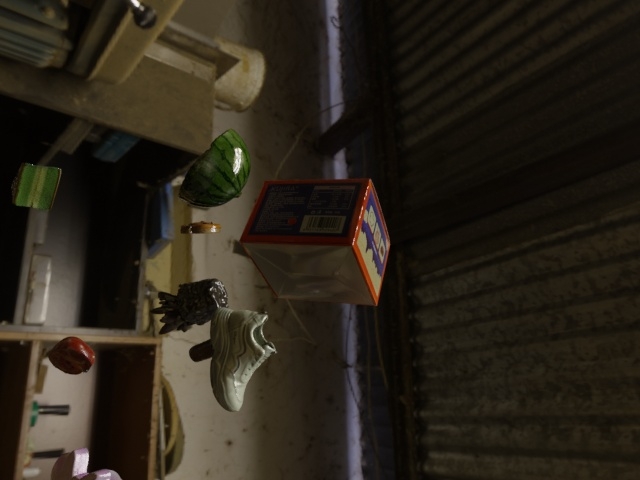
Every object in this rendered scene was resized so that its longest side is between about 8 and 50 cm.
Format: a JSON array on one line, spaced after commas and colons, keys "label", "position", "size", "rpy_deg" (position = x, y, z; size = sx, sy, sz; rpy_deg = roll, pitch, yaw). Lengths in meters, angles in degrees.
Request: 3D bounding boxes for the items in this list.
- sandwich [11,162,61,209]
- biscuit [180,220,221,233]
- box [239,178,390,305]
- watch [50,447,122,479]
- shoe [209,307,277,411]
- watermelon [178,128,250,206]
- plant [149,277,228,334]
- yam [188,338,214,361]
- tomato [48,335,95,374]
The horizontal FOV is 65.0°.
[{"label": "sandwich", "position": [-0.568, -0.130, 1.005], "size": [0.116, 0.074, 0.074], "rpy_deg": [-53, -135, 34]}, {"label": "biscuit", "position": [-0.496, -0.055, 2.045], "size": [0.170, 0.170, 0.050], "rpy_deg": [3, -85, 51]}, {"label": "box", "position": [0.000, 0.000, 1.514], "size": [0.348, 0.319, 0.257], "rpy_deg": [1, -126, 23]}, {"label": "watch", "position": [-0.567, 0.659, 1.256], "size": [0.210, 0.217, 0.249], "rpy_deg": [21, -100, 33]}, {"label": "shoe", "position": [-0.248, 0.388, 1.656], "size": [0.210, 0.132, 0.343], "rpy_deg": [-5, -97, 10]}, {"label": "watermelon", "position": [-0.371, -0.246, 1.901], "size": [0.331, 0.189, 0.331], "rpy_deg": [-59, -175, 8]}, {"label": "plant", "position": [-0.560, 0.283, 2.154], "size": [0.320, 0.194, 0.182], "rpy_deg": [-18, -120, 12]}, {"label": "yam", "position": [-0.466, 0.449, 2.074], "size": [0.141, 0.079, 0.079], "rpy_deg": [-26, -120, 24]}, {"label": "tomato", "position": [-0.833, 0.381, 1.710], "size": [0.159, 0.139, 0.091], "rpy_deg": [-30, -150, 33]}]
